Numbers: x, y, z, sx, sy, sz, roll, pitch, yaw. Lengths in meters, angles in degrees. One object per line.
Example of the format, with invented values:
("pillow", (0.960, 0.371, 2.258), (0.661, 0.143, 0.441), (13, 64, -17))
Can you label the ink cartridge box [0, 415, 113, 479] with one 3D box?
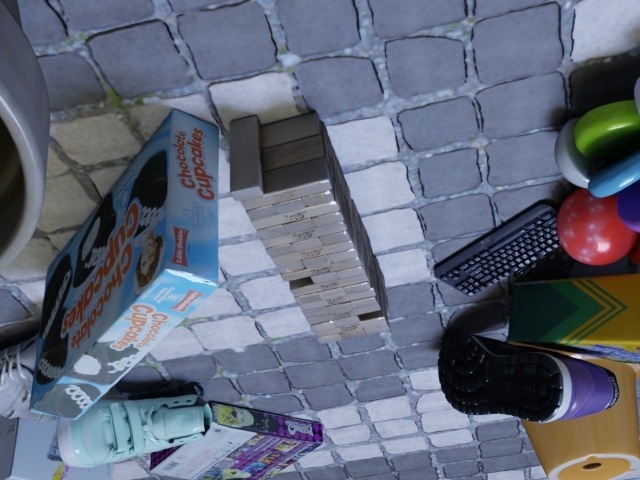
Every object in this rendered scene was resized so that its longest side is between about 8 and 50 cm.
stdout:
("ink cartridge box", (-0.428, 0.342, 1.373), (0.128, 0.127, 0.176), (-31, 136, 33))

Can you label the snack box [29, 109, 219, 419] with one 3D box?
("snack box", (-0.205, 0.036, 0.911), (0.060, 0.187, 0.322), (19, 138, -30))

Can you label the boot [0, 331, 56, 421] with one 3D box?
("boot", (-0.396, 0.176, 1.165), (0.123, 0.095, 0.258), (4, 146, -24))

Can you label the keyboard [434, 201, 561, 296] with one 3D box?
("keyboard", (0.237, 0.020, 1.085), (0.108, 0.023, 0.180), (24, 137, -35))

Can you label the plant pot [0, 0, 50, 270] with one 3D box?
("plant pot", (-0.321, -0.155, 0.542), (0.323, 0.281, 0.323), (-4, 146, -2))

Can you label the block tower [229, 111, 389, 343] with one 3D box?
("block tower", (0.000, 0.000, 0.969), (0.097, 0.091, 0.335), (-13, 145, 11))

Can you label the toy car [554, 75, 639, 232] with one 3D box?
("toy car", (0.325, -0.068, 0.852), (0.181, 0.136, 0.159), (14, 155, -25))

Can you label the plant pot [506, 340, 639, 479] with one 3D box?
("plant pot", (0.368, 0.241, 1.272), (0.205, 0.188, 0.205), (-3, 145, -2))

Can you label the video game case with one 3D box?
("video game case", (-0.144, 0.350, 1.493), (0.210, 0.042, 0.232), (17, 140, -28))

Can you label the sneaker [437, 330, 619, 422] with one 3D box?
("sneaker", (0.267, 0.186, 1.169), (0.124, 0.107, 0.283), (6, -179, -26))

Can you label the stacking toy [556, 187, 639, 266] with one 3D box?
("stacking toy", (0.427, -0.014, 0.987), (0.330, 0.141, 0.141), (5, 144, -3))

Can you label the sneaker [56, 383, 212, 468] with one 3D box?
("sneaker", (-0.251, 0.256, 1.255), (0.151, 0.094, 0.256), (-14, 171, 18))

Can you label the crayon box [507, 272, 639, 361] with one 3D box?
("crayon box", (0.399, 0.097, 1.041), (0.203, 0.083, 0.323), (12, 169, -23))
